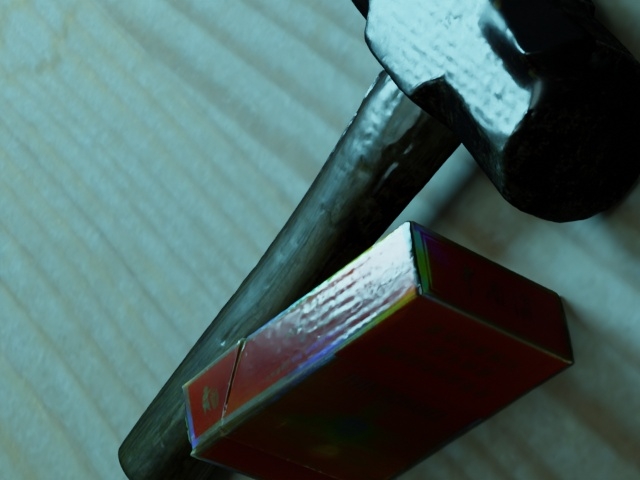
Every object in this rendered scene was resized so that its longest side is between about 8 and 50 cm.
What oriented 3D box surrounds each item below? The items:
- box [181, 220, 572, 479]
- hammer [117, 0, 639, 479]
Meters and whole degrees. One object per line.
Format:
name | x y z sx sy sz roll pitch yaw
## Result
box | 0.027 0.067 1.001 0.175 0.112 0.048 -36 45 32
hammer | 0.000 0.000 1.094 0.409 0.095 0.242 -53 38 21
